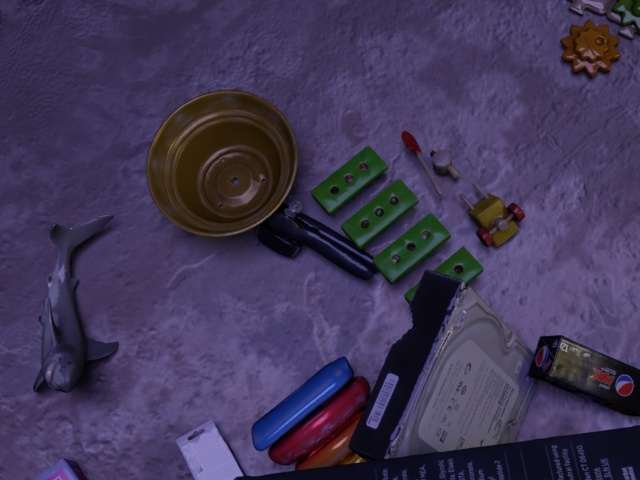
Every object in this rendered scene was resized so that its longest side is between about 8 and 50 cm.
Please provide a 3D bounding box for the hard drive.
[{"bbox_3d":[0.169,0.203,1.784,0.064,0.339,0.236,18,77,30],"label":"hard drive"}]

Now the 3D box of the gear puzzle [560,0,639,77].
[{"bbox_3d":[0.437,-0.388,2.050,0.175,0.044,0.339,29,81,12],"label":"gear puzzle"}]

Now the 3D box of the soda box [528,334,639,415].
[{"bbox_3d":[0.360,0.179,1.875,0.169,0.053,0.060,23,78,-20],"label":"soda box"}]

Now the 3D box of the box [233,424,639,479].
[{"bbox_3d":[0.168,0.501,1.612,0.472,0.479,0.297,-8,34,3],"label":"box"}]

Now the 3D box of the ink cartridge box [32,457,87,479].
[{"bbox_3d":[-0.328,0.471,1.918,0.186,0.065,0.311,-37,77,-3],"label":"ink cartridge box"}]

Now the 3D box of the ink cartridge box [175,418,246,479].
[{"bbox_3d":[-0.145,0.309,1.952,0.063,0.029,0.115,-30,74,-1],"label":"ink cartridge box"}]

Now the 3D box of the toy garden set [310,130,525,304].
[{"bbox_3d":[0.142,-0.037,1.997,0.204,0.049,0.244,-39,71,-7],"label":"toy garden set"}]

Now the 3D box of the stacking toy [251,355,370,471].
[{"bbox_3d":[0.061,0.315,1.879,0.166,0.175,0.302,-39,87,-1],"label":"stacking toy"}]

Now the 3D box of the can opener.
[{"bbox_3d":[0.000,0.000,2.006,0.186,0.073,0.059,25,41,8],"label":"can opener"}]

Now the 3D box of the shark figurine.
[{"bbox_3d":[-0.338,0.111,2.004,0.116,0.166,0.278,8,57,-17],"label":"shark figurine"}]

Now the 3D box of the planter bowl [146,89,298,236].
[{"bbox_3d":[-0.130,-0.096,2.014,0.217,0.090,0.217,-3,73,9],"label":"planter bowl"}]
